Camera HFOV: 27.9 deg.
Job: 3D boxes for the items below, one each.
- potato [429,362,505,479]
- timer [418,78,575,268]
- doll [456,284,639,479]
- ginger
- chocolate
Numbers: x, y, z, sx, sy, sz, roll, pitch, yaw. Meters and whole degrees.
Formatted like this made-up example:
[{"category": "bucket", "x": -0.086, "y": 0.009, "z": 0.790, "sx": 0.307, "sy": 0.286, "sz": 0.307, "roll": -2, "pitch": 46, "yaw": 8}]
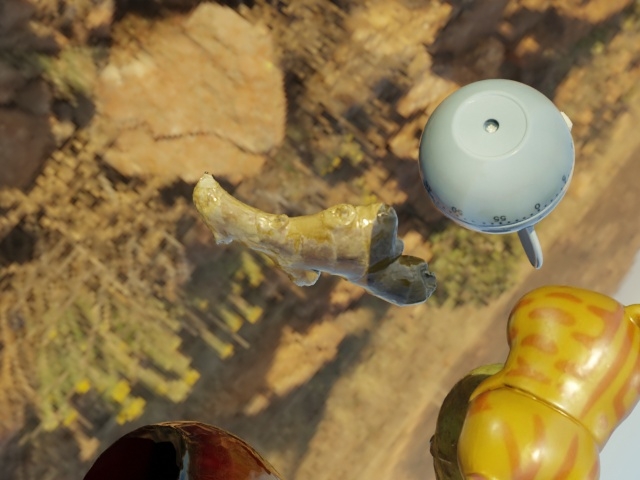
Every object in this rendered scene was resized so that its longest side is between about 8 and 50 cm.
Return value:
[{"category": "potato", "x": 0.237, "y": 0.288, "z": 1.781, "sx": 0.141, "sy": 0.176, "sz": 0.298, "roll": -46, "pitch": 150, "yaw": -35}, {"category": "timer", "x": 0.204, "y": -0.077, "z": 1.355, "sx": 0.175, "sy": 0.175, "sz": 0.255, "roll": -54, "pitch": 149, "yaw": 11}, {"category": "doll", "x": 0.242, "y": 0.173, "z": 1.329, "sx": 0.270, "sy": 0.166, "sz": 0.162, "roll": -57, "pitch": -167, "yaw": -16}, {"category": "ginger", "x": 0.000, "y": 0.000, "z": 1.598, "sx": 0.148, "sy": 0.333, "sz": 0.081, "roll": 115, "pitch": -16, "yaw": -50}, {"category": "chocolate", "x": -0.075, "y": 0.202, "z": 0.784, "sx": 0.177, "sy": 0.176, "sz": 0.177, "roll": -49, "pitch": 168, "yaw": -14}]
